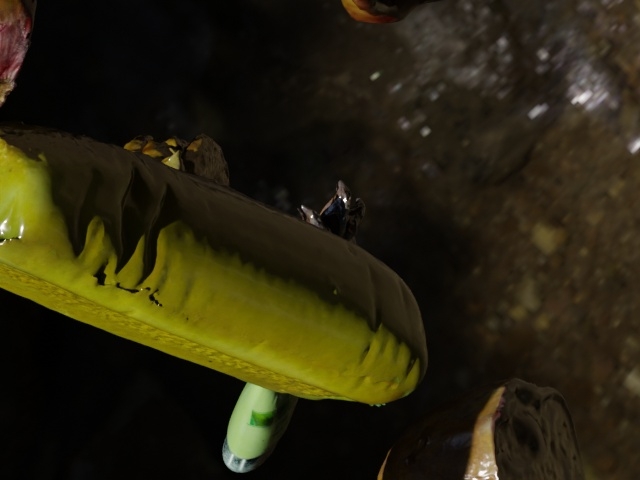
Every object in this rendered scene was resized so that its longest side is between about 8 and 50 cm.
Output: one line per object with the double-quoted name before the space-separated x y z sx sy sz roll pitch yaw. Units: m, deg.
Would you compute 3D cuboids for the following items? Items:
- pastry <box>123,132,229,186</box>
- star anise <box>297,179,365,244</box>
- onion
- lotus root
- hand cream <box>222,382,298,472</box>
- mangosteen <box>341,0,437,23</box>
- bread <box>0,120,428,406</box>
"pastry" -0.190 -0.006 2.141 0.132 0.235 0.240 5 101 11
"star anise" 0.002 0.000 2.000 0.042 0.141 0.141 45 129 22
"onion" -0.367 -0.204 1.861 0.206 0.098 0.151 -48 48 41
"lotus root" 0.132 0.229 1.652 0.180 0.199 0.188 -14 75 26
"hand cream" -0.041 0.129 1.524 0.046 0.095 0.175 34 141 7
"mangosteen" 0.003 -0.241 0.559 0.382 0.435 0.382 14 142 12
"bread" -0.092 0.013 1.230 0.166 0.383 0.112 1 72 52
